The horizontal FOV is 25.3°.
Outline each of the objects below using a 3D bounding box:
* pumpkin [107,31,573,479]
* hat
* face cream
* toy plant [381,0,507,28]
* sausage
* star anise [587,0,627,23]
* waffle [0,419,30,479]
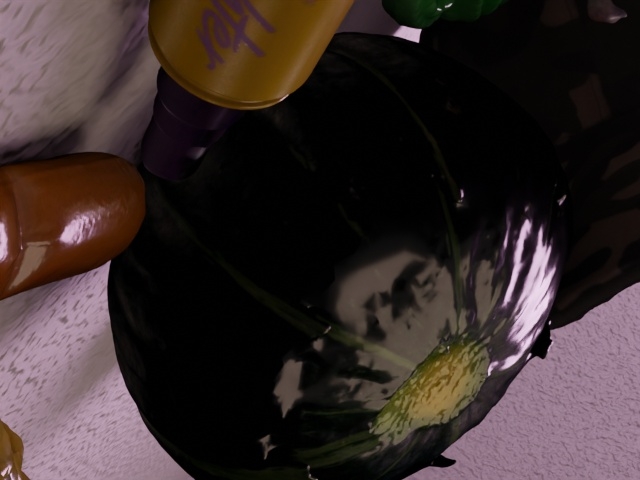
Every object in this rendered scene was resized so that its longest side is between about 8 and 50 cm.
[{"bbox_3d":[0.000,0.000,0.870,0.296,0.296,0.296,-48,174,-6],"label":"pumpkin"},{"bbox_3d":[0.204,-0.118,1.036,0.366,0.257,0.382,-24,-170,12],"label":"hat"},{"bbox_3d":[-0.021,-0.115,0.586,0.078,0.078,0.273,-44,173,-42],"label":"face cream"},{"bbox_3d":[0.085,-0.190,0.814,0.154,0.088,0.240,-57,172,12],"label":"toy plant"},{"bbox_3d":[-0.127,-0.008,0.633,0.183,0.054,0.062,-28,127,-69],"label":"sausage"},{"bbox_3d":[0.174,-0.247,0.772,0.230,0.081,0.262,-75,-176,-58],"label":"star anise"},{"bbox_3d":[-0.243,0.168,0.488,0.324,0.151,0.261,-47,171,2],"label":"waffle"}]
